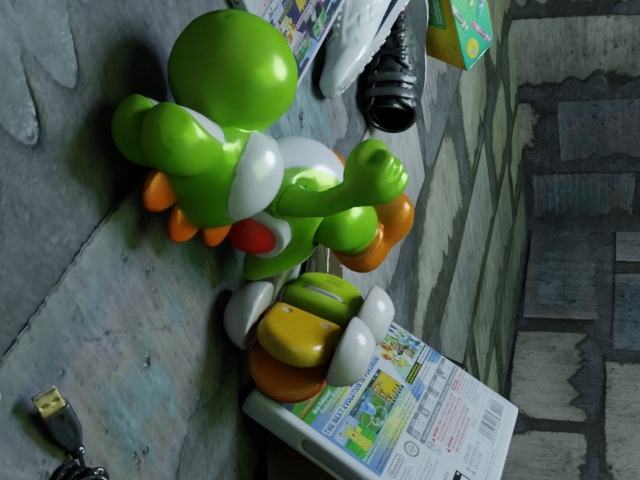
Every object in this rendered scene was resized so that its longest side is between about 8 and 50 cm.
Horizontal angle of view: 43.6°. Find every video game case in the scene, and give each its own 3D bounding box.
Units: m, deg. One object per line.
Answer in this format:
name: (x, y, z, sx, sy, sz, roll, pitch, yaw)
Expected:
video game case: (-0.033, -0.296, 0.924, 0.201, 0.023, 0.183, -65, 150, -27)
video game case: (0.094, 0.212, 1.002, 0.036, 0.300, 0.329, -59, 171, 26)

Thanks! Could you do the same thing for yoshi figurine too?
yoshi figurine: (-0.035, -0.094, 0.760, 0.362, 0.204, 0.202, 22, 51, -59)

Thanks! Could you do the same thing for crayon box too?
crayon box: (0.171, -0.415, 1.276, 0.081, 0.165, 0.278, -48, 146, -13)

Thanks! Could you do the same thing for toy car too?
toy car: (-0.016, 0.107, 0.877, 0.182, 0.159, 0.136, -50, 159, -59)

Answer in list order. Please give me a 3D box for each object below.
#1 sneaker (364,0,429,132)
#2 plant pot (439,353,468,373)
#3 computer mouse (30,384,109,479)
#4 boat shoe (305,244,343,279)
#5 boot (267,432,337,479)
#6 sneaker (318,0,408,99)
sneaker: (0.113, -0.292, 1.230, 0.295, 0.105, 0.146, 74, 21, -47)
plant pot: (0.157, 0.280, 1.305, 0.187, 0.167, 0.188, 69, 29, -47)
computer mouse: (-0.205, 0.160, 0.494, 0.262, 0.060, 0.184, 70, 30, -44)
boat shoe: (0.001, 0.001, 1.061, 0.056, 0.048, 0.152, 18, 67, -56)
boot: (-0.014, 0.346, 0.959, 0.283, 0.109, 0.220, -69, 162, -65)
sneaker: (0.045, -0.300, 1.103, 0.095, 0.090, 0.235, 33, 68, -16)
